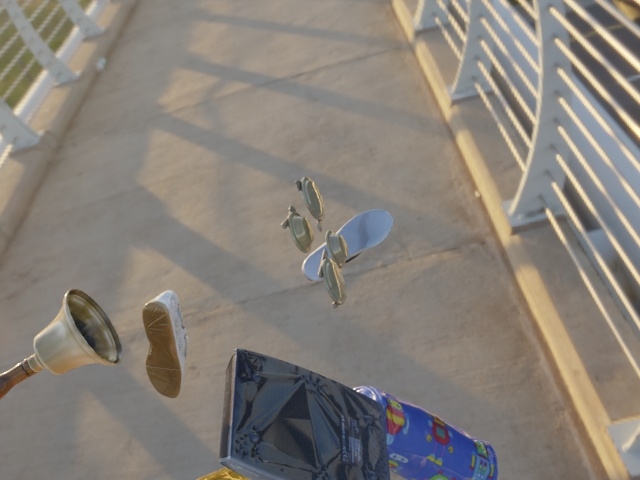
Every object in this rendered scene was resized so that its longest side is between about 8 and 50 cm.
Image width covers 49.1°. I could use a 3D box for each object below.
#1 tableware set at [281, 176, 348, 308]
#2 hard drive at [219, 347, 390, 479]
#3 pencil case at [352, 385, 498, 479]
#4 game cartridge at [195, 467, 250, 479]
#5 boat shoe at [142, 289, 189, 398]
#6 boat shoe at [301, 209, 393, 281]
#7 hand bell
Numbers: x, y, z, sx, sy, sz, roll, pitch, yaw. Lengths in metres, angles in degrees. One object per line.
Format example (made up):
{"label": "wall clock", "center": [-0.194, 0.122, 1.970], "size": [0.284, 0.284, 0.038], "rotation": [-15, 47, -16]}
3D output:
{"label": "tableware set", "center": [0.000, 0.000, 0.931], "size": [0.020, 0.168, 0.141], "rotation": [-20, 23, 22]}
{"label": "hard drive", "center": [-0.019, 0.255, 0.921], "size": [0.054, 0.255, 0.172], "rotation": [-42, 35, 34]}
{"label": "pencil case", "center": [0.157, 0.350, 1.180], "size": [0.133, 0.306, 0.119], "rotation": [-45, 30, 28]}
{"label": "game cartridge", "center": [-0.250, 0.454, 1.055], "size": [0.324, 0.285, 0.052], "rotation": [-42, 74, 3]}
{"label": "boat shoe", "center": [-0.348, 0.243, 1.639], "size": [0.098, 0.277, 0.096], "rotation": [13, 30, 16]}
{"label": "boat shoe", "center": [0.055, 0.012, 1.523], "size": [0.228, 0.080, 0.076], "rotation": [-39, 3, -8]}
{"label": "hand bell", "center": [-0.421, 0.183, 0.997], "size": [0.242, 0.126, 0.126], "rotation": [-31, 35, 1]}
